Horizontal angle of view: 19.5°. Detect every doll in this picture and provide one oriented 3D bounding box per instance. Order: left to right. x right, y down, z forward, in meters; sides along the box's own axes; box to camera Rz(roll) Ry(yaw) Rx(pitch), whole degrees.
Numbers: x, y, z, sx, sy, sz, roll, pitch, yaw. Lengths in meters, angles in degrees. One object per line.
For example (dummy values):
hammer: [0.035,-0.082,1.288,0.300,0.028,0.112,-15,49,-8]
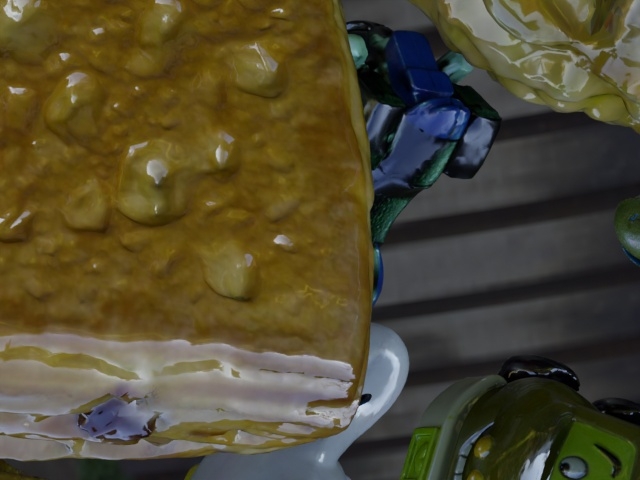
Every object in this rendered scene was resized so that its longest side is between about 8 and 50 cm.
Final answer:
doll: [-0.072,0.281,1.597,0.376,0.187,0.365,-41,178,-34]

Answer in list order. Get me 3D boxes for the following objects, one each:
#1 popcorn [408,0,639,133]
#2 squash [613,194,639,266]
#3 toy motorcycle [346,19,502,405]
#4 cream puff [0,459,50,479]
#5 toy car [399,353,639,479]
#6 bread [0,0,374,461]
popcorn: [0.182,-0.241,1.219,0.381,0.349,0.349,3,154,-40]
squash: [0.368,-0.005,1.665,0.094,0.094,0.341,5,177,-22]
toy motorcycle: [0.000,0.000,1.341,0.125,0.196,0.331,1,131,-42]
cream puff: [-0.258,0.256,1.278,0.196,0.244,0.244,32,151,6]
toy car: [0.198,0.189,1.281,0.248,0.204,0.198,25,163,-24]
bread: [-0.089,-0.029,0.679,0.210,0.235,0.099,4,149,-20]
